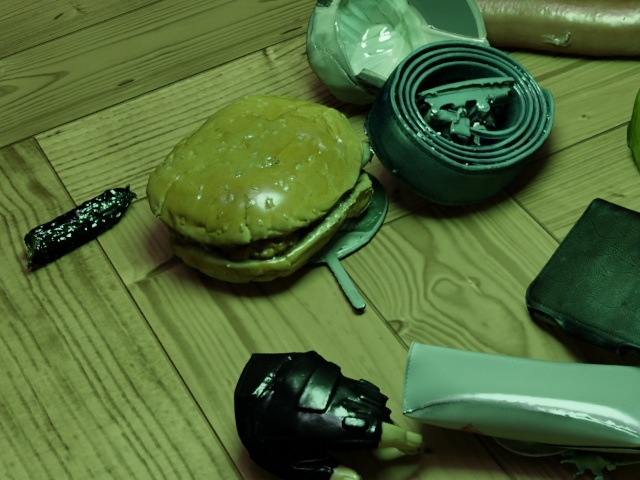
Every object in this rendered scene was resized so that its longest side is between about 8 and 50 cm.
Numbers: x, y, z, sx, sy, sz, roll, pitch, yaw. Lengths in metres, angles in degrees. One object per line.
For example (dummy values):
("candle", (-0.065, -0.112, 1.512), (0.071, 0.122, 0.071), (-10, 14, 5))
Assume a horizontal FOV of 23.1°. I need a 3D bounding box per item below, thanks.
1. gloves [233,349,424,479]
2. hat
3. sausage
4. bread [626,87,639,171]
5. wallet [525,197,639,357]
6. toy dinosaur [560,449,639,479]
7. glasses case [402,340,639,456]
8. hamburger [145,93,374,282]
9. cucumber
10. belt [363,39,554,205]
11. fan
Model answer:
("gloves", (0.013, 0.196, 1.700), (0.203, 0.124, 0.164), (-2, 57, 23))
("hat", (0.111, -0.263, 2.220), (0.275, 0.161, 0.232), (25, 60, 6))
("sausage", (0.327, -0.318, 2.275), (0.419, 0.094, 0.094), (7, 71, 21))
("bread", (0.458, -0.151, 2.029), (0.114, 0.111, 0.129), (0, 43, 1))
("wallet", (0.353, 0.049, 1.733), (0.172, 0.045, 0.318), (-50, 26, -9))
("toy dinosaur", (0.295, 0.232, 1.654), (0.083, 0.021, 0.062), (-10, 22, -6))
("glasses case", (0.237, 0.180, 1.674), (0.308, 0.083, 0.128), (5, 34, 20))
("hamburger", (-0.075, -0.077, 2.016), (0.259, 0.145, 0.283), (10, 37, 32))
("cucumber", (-0.323, -0.021, 2.094), (0.181, 0.053, 0.053), (-31, 42, -26))
("belt", (0.191, -0.161, 2.036), (0.267, 0.116, 0.206), (-23, 70, -35))
("fan", (-0.030, -0.006, 2.032), (0.223, 0.012, 0.294), (-1, 38, 13))
